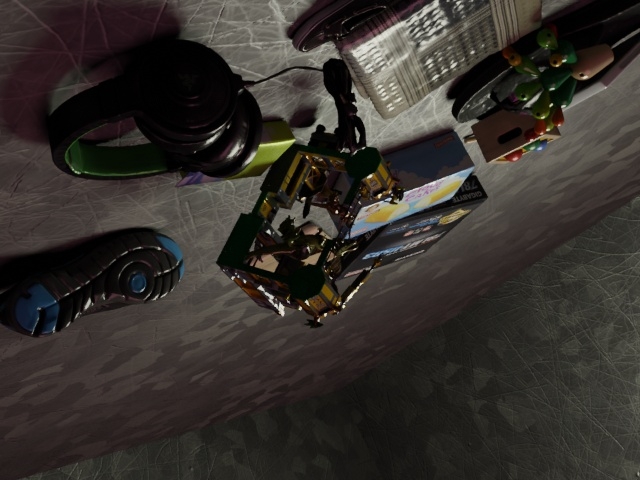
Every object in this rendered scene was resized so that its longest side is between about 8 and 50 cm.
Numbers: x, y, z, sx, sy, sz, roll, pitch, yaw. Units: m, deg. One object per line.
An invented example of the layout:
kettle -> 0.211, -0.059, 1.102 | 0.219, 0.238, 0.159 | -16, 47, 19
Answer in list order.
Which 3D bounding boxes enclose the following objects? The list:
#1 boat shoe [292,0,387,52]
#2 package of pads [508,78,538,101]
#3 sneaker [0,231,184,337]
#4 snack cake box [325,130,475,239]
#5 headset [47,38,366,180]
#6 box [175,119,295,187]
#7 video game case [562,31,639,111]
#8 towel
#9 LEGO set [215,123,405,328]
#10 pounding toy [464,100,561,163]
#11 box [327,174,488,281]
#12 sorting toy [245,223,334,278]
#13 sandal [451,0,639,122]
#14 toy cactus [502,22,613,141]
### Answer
boat shoe -> 0.025, -0.289, 1.426 | 0.142, 0.040, 0.049 | -33, 163, 20
package of pads -> 0.395, -0.293, 2.019 | 0.083, 0.032, 0.050 | -21, 163, -20
sneaker -> -0.389, 0.065, 1.806 | 0.341, 0.125, 0.140 | -18, -171, -39
snack cake box -> 0.155, -0.108, 2.113 | 0.264, 0.089, 0.152 | -21, 164, -21
headset -> -0.146, -0.139, 1.364 | 0.394, 0.185, 0.243 | -17, 166, 7
box -> -0.137, -0.133, 1.651 | 0.178, 0.042, 0.109 | -12, 158, -44
video game case -> 0.529, -0.316, 1.985 | 0.183, 0.023, 0.201 | -43, -175, -17
towel -> 0.180, -0.318, 1.593 | 0.312, 0.056, 0.324 | -32, 162, 5
LEGO set -> 0.000, 0.000, 1.751 | 0.255, 0.331, 0.192 | 5, 154, 28
pounding toy -> 0.379, -0.199, 2.135 | 0.181, 0.094, 0.206 | -26, 172, 25
box -> 0.192, -0.027, 2.464 | 0.296, 0.073, 0.293 | -15, 159, -34
sorting toy -> -0.067, 0.033, 2.310 | 0.193, 0.038, 0.208 | -29, 160, 7
sandal -> 0.437, -0.315, 1.879 | 0.446, 0.107, 0.167 | -29, 165, 8
toy cactus -> 0.394, -0.276, 1.775 | 0.181, 0.112, 0.219 | -25, 130, -11
